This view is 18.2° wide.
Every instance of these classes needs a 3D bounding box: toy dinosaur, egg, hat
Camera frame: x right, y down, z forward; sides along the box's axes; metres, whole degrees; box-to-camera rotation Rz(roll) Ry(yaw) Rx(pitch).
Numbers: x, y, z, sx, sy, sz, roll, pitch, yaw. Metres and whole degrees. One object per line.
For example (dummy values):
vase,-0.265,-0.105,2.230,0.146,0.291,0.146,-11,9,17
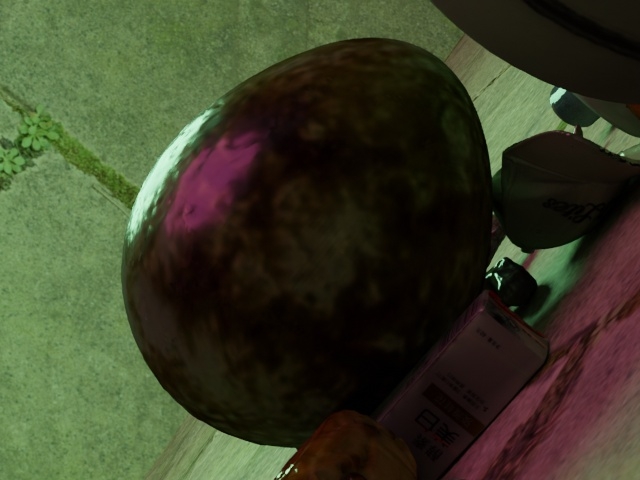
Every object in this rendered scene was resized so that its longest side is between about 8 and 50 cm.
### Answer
toy dinosaur,0.115,0.029,1.498,0.200,0.072,0.251,-41,0,26
egg,0.000,0.000,1.335,0.289,0.238,0.238,-52,4,0
hat,0.178,-0.038,1.347,0.166,0.122,0.081,-17,77,59

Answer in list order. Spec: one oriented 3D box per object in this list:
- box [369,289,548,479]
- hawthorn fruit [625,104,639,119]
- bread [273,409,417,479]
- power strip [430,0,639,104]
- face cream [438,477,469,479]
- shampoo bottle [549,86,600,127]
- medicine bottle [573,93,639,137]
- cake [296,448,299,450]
box,0.054,0.128,1.256,0.218,0.055,0.039,-50,3,19
hawthorn fruit,0.227,-0.105,1.284,0.077,0.077,0.077,-51,4,5
bread,-0.027,0.214,1.145,0.210,0.099,0.235,-49,1,16
power strip,0.192,-0.265,1.144,0.357,0.357,0.161,-54,6,-31
face cream,0.065,0.153,0.924,0.084,0.057,0.198,-51,2,-5
shampoo bottle,0.248,-0.159,1.519,0.214,0.072,0.072,-48,5,49
medicine bottle,0.246,-0.172,1.370,0.191,0.107,0.107,-51,4,17
cake,0.007,0.081,1.644,0.135,0.134,0.147,-43,16,53
